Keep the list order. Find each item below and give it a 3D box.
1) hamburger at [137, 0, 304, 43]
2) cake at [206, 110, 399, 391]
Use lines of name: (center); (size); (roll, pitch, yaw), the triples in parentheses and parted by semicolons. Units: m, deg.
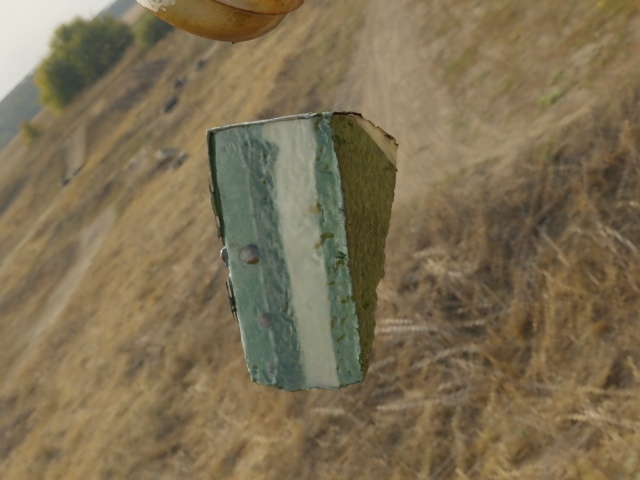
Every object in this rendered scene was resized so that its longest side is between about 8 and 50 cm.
hamburger: (-0.119, -0.316, 1.207); (0.237, 0.237, 0.147); (-69, 1, -57)
cake: (0.000, 0.006, 1.160); (0.158, 0.283, 0.172); (-4, 7, 26)
